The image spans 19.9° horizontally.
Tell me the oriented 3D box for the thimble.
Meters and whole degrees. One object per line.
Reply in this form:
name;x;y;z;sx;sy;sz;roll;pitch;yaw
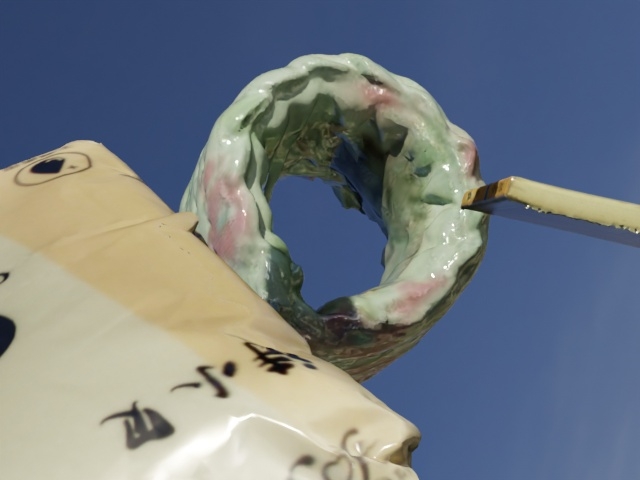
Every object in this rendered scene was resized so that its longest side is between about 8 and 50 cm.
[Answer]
thimble;0.000;0.000;1.158;0.211;0.185;0.149;-64;3;-27

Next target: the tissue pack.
tissue pack;-0.163;0.145;0.806;0.375;0.390;0.195;-43;-57;-8

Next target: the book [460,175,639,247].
book;0.164;-0.006;0.925;0.242;0.170;0.018;-135;58;-89
